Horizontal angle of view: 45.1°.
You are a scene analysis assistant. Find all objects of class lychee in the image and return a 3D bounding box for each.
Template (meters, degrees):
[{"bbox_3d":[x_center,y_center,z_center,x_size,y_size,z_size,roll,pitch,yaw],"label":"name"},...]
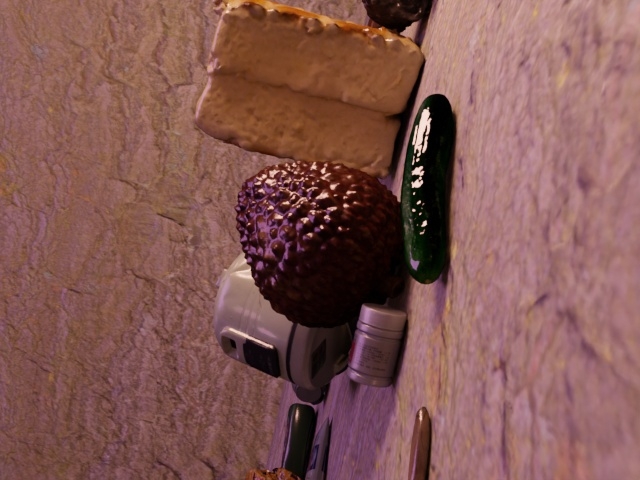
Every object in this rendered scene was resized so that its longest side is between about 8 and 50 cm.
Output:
[{"bbox_3d":[0.000,0.000,1.056,0.235,0.271,0.236,-35,-31,-25],"label":"lychee"}]

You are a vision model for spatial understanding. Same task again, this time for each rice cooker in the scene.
[{"bbox_3d":[-0.043,0.128,1.286,0.226,0.244,0.226,-51,-29,-44],"label":"rice cooker"}]

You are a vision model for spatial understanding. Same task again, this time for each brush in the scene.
[{"bbox_3d":[0.082,0.240,0.678,0.070,0.021,0.196,107,177,-58],"label":"brush"}]

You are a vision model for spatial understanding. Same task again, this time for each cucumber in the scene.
[{"bbox_3d":[0.120,-0.070,0.865,0.056,0.056,0.285,107,174,-54],"label":"cucumber"}]

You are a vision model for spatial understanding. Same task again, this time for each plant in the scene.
[{"bbox_3d":[0.139,-0.452,1.344,0.203,0.142,0.131,70,-139,-80],"label":"plant"}]

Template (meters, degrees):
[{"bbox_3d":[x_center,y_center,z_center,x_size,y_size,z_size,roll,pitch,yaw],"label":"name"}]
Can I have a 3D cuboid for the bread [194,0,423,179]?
[{"bbox_3d":[-0.028,-0.290,1.442,0.390,0.370,0.280,-96,18,-77],"label":"bread"}]

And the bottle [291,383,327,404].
[{"bbox_3d":[-0.016,0.267,1.725,0.254,0.079,0.096,-84,-31,-64],"label":"bottle"}]

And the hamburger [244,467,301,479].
[{"bbox_3d":[-0.106,0.577,1.571,0.231,0.106,0.231,-170,90,-67],"label":"hamburger"}]

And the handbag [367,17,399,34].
[{"bbox_3d":[0.151,-0.512,1.815,0.193,0.072,0.151,113,168,-65],"label":"handbag"}]

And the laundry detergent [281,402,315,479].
[{"bbox_3d":[-0.057,0.482,1.730,0.137,0.062,0.211,105,174,-65],"label":"laundry detergent"}]

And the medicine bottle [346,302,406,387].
[{"bbox_3d":[0.068,0.127,0.941,0.058,0.058,0.091,-112,35,-84],"label":"medicine bottle"}]

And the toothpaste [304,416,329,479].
[{"bbox_3d":[-0.008,0.417,1.378,0.233,0.037,0.060,-77,5,-53],"label":"toothpaste"}]
